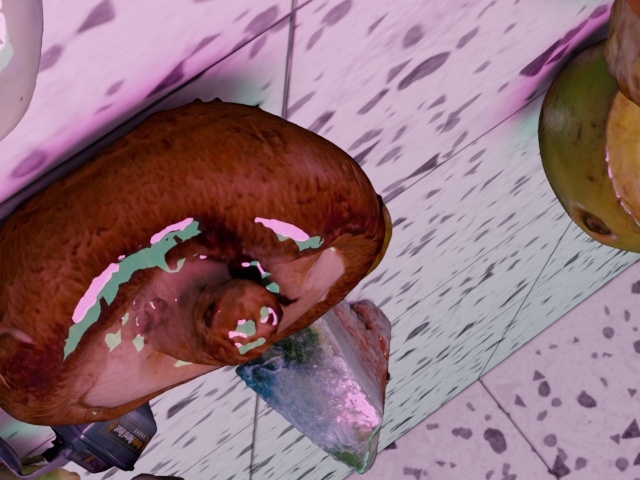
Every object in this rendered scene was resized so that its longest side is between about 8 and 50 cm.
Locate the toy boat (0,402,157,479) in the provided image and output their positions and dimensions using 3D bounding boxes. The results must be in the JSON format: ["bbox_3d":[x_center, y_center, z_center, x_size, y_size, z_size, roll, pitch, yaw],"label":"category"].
[{"bbox_3d":[-0.160,0.111,1.111,0.103,0.093,0.246,-43,167,-8],"label":"toy boat"}]

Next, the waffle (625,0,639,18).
[{"bbox_3d":[0.303,-0.173,0.906,0.304,0.348,0.077,-42,137,20],"label":"waffle"}]

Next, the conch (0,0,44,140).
[{"bbox_3d":[-0.145,-0.073,0.610,0.088,0.065,0.180,7,136,-19],"label":"conch"}]

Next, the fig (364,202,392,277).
[{"bbox_3d":[0.000,0.000,1.220,0.098,0.082,0.084,-30,-146,49],"label":"fig"}]

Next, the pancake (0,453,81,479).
[{"bbox_3d":[-0.337,0.287,1.291,0.382,0.071,0.382,-36,168,-9],"label":"pancake"}]

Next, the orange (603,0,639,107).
[{"bbox_3d":[0.348,-0.184,1.143,0.368,0.271,0.210,-19,118,-58],"label":"orange"}]

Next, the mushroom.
[{"bbox_3d":[-0.084,0.009,0.918,0.231,0.138,0.194,-24,178,-11],"label":"mushroom"}]

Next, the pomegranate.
[{"bbox_3d":[0.265,-0.110,1.411,0.190,0.241,0.159,-7,-171,-26],"label":"pomegranate"}]

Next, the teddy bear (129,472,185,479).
[{"bbox_3d":[-0.296,0.223,1.013,0.327,0.375,0.362,-46,-158,44],"label":"teddy bear"}]

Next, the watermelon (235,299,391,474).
[{"bbox_3d":[0.028,0.121,1.617,0.094,0.154,0.241,-42,180,16],"label":"watermelon"}]
